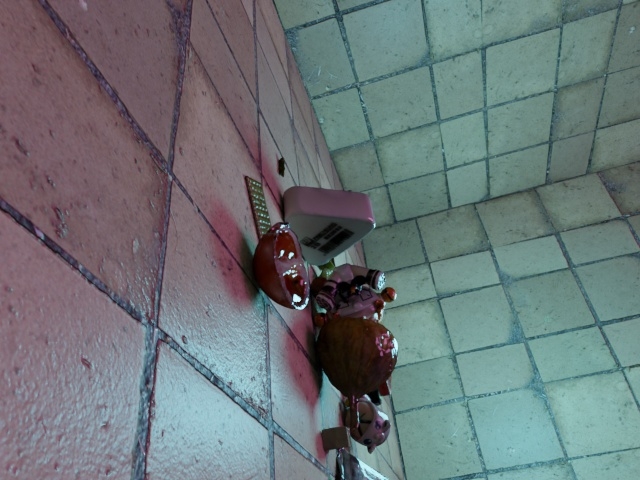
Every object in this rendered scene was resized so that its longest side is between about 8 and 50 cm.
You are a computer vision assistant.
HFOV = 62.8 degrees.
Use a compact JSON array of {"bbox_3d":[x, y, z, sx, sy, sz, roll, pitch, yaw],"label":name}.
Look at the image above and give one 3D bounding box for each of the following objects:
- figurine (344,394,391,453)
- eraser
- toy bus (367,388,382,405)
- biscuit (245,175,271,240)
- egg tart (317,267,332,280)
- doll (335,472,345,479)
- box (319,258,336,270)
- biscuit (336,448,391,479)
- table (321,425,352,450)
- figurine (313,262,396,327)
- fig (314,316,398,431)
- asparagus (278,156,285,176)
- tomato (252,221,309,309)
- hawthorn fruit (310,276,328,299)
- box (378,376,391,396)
[{"bbox_3d":[0.154,0.678,2.016,0.186,0.176,0.287,26,14,-21],"label":"figurine"},{"bbox_3d":[0.010,-0.045,1.947,0.331,0.331,0.150,64,17,-52],"label":"eraser"},{"bbox_3d":[0.181,0.570,2.266,0.165,0.134,0.276,6,71,-78],"label":"toy bus"},{"bbox_3d":[-0.169,-0.067,1.523,0.139,0.016,0.231,16,60,-78],"label":"biscuit"},{"bbox_3d":[0.031,0.201,2.115,0.197,0.078,0.197,-17,90,-81],"label":"egg tart"},{"bbox_3d":[0.058,0.753,1.511,0.139,0.057,0.165,64,15,-46],"label":"doll"},{"bbox_3d":[0.000,0.000,2.260,0.159,0.071,0.240,61,17,-64],"label":"box"},{"bbox_3d":[0.170,0.818,1.716,0.309,0.079,0.186,37,22,-19],"label":"biscuit"},{"bbox_3d":[0.053,0.612,1.622,0.083,0.079,0.062,59,21,-66],"label":"table"},{"bbox_3d":[0.121,0.240,1.938,0.196,0.320,0.323,-116,-168,-48],"label":"figurine"},{"bbox_3d":[0.103,0.436,1.717,0.286,0.286,0.368,67,26,-43],"label":"fig"},{"bbox_3d":[-0.144,-0.272,1.956,0.025,0.021,0.108,60,18,-45],"label":"asparagus"},{"bbox_3d":[-0.116,0.074,1.335,0.199,0.112,0.228,0,77,-73],"label":"tomato"},{"bbox_3d":[-0.003,0.185,1.961,0.093,0.081,0.081,-62,140,-49],"label":"hawthorn fruit"},{"bbox_3d":[0.265,0.566,2.214,0.175,0.048,0.112,-57,131,-74],"label":"box"}]
